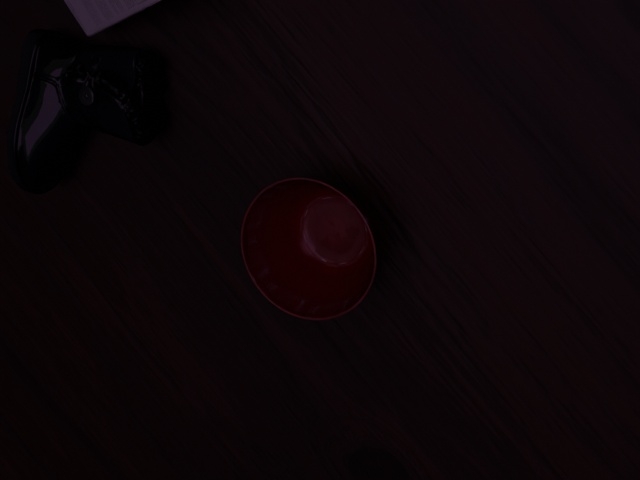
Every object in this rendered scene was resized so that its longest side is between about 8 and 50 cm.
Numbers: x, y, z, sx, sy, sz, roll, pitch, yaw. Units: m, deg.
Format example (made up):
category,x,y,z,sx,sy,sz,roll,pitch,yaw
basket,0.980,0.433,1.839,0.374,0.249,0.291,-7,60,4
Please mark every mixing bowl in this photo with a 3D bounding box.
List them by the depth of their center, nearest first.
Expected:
category,x,y,z,sx,sy,sz,roll,pitch,yaw
mixing bowl,0.000,0.000,0.982,0.181,0.098,0.182,7,108,21

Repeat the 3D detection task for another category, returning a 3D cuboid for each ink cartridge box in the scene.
category,x,y,z,sx,sy,sz,roll,pitch,yaw
ink cartridge box,-0.268,-0.362,0.944,0.224,0.056,0.181,-5,124,45

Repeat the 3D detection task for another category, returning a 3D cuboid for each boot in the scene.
category,x,y,z,sx,sy,sz,roll,pitch,yaw
boot,-0.325,-0.160,1.078,0.207,0.094,0.247,19,107,22
